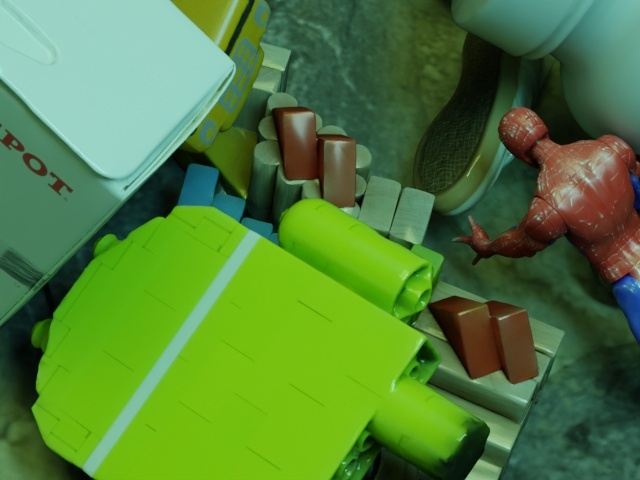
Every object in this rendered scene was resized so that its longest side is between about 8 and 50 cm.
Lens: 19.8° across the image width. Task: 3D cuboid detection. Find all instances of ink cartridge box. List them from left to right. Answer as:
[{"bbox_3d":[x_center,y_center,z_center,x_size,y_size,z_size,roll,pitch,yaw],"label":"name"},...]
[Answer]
[{"bbox_3d":[-0.202,-0.071,1.008,0.207,0.283,0.117,44,53,-7],"label":"ink cartridge box"}]

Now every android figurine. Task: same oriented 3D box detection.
[{"bbox_3d":[-0.048,0.088,1.027,0.273,0.056,0.248,29,80,27],"label":"android figurine"}]

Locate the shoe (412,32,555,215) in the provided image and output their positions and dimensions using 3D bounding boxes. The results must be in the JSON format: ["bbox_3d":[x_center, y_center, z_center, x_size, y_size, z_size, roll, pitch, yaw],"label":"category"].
[{"bbox_3d":[0.118,-0.085,1.225,0.058,0.076,0.219,43,41,-19],"label":"shoe"}]

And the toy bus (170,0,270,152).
[{"bbox_3d":[-0.186,-0.145,1.149,0.333,0.130,0.108,21,81,23],"label":"toy bus"}]

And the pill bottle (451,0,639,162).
[{"bbox_3d":[0.299,-0.126,1.129,0.408,0.229,0.229,24,52,-11],"label":"pill bottle"}]

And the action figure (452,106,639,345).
[{"bbox_3d":[0.191,0.034,1.122,0.091,0.139,0.280,-41,97,-15],"label":"action figure"}]

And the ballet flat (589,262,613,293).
[{"bbox_3d":[0.244,-0.053,1.243,0.084,0.058,0.250,34,60,-5],"label":"ballet flat"}]

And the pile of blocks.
[{"bbox_3d":[0.000,0.000,1.126,0.149,0.112,0.362,-33,63,-28],"label":"pile of blocks"}]

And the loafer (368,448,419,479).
[{"bbox_3d":[0.015,0.173,1.031,0.050,0.056,0.148,23,54,3],"label":"loafer"}]
